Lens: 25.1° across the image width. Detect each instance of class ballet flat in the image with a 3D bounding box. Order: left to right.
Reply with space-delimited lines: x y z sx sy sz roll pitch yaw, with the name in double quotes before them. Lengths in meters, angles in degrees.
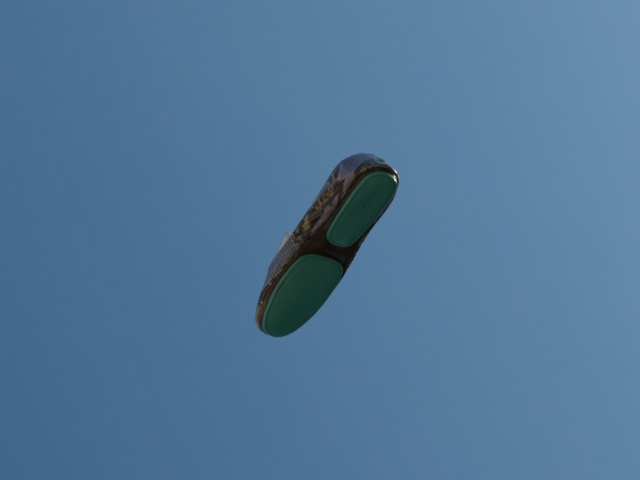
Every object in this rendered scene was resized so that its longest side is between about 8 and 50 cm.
"ballet flat" 0.000 0.000 0.770 0.041 0.041 0.114 33 -75 -12
